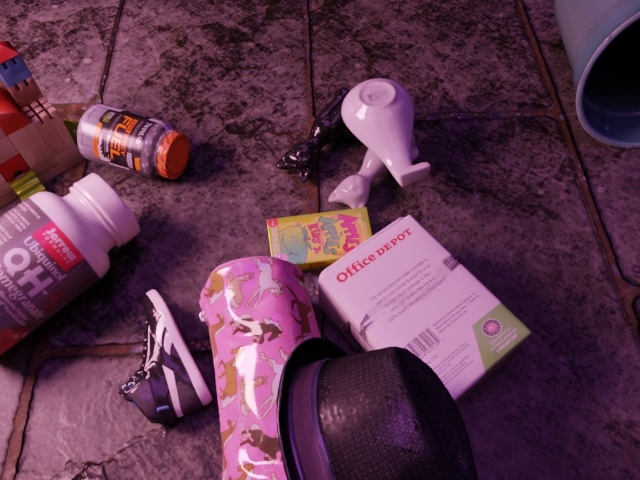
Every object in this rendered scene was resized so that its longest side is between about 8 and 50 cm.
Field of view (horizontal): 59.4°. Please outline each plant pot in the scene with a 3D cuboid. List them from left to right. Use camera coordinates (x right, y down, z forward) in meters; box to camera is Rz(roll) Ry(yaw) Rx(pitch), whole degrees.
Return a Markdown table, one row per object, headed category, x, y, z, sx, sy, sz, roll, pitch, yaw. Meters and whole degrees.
| category | x | y | z | sx | sy | sz | roll | pitch | yaw |
| --- | --- | --- | --- | --- | --- | --- | --- | --- | --- |
| plant pot | 0.642 | -0.421 | 1.122 | 0.341 | 0.341 | 0.334 | 0 | 50 | 1 |

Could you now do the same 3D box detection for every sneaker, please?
| category | x | y | z | sx | sy | sz | roll | pitch | yaw |
| --- | --- | --- | --- | --- | --- | --- | --- | --- | --- |
| sneaker | -0.268 | 0.184 | 0.879 | 0.121 | 0.079 | 0.217 | -27 | 63 | -17 |

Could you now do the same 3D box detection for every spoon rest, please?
| category | x | y | z | sx | sy | sz | roll | pitch | yaw |
| --- | --- | --- | --- | --- | --- | --- | --- | --- | --- |
| spoon rest | 0.125 | -0.199 | 1.030 | 0.137 | 0.084 | 0.276 | -17 | 54 | -1 |

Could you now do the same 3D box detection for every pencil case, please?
| category | x | y | z | sx | sy | sz | roll | pitch | yaw |
| --- | --- | --- | --- | --- | --- | --- | --- | --- | --- |
| pencil case | -0.074 | 0.217 | 0.813 | 0.160 | 0.167 | 0.386 | 14 | 48 | -39 |

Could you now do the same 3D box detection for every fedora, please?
| category | x | y | z | sx | sy | sz | roll | pitch | yaw |
| --- | --- | --- | --- | --- | --- | --- | --- | --- | --- |
| fedora | 0.091 | 0.255 | 0.687 | 0.152 | 0.334 | 0.334 | -30 | 56 | 22 |

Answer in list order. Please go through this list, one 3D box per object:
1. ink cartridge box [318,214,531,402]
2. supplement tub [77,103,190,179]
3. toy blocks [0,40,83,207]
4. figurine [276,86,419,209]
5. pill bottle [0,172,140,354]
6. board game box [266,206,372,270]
| category | x | y | z | sx | sy | sz | roll | pitch | yaw |
| --- | --- | --- | --- | --- | --- | --- | --- | --- | --- |
| ink cartridge box | 0.153 | 0.122 | 0.892 | 0.198 | 0.115 | 0.273 | -33 | 64 | -19 |
| supplement tub | -0.360 | -0.188 | 1.091 | 0.190 | 0.117 | 0.117 | 17 | 60 | 11 |
| toy blocks | -0.621 | -0.182 | 1.006 | 0.381 | 0.261 | 0.191 | -38 | 65 | -20 |
| figurine | 0.053 | -0.167 | 1.101 | 0.215 | 0.092 | 0.209 | 35 | 73 | 19 |
| pill bottle | -0.465 | 0.032 | 0.920 | 0.176 | 0.176 | 0.318 | 38 | 66 | 22 |
| board game box | 0.000 | 0.000 | 1.003 | 0.181 | 0.043 | 0.092 | -8 | 70 | -4 |
